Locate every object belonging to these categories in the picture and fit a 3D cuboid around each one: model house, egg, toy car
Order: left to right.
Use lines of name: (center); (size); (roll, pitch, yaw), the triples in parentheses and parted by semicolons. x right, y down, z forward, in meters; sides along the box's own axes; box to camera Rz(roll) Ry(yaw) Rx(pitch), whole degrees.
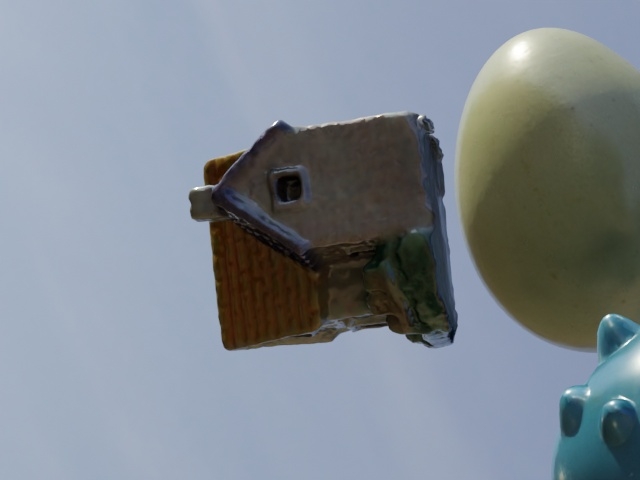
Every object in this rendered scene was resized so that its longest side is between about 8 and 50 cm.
model house: (0.000, 0.000, 0.755); (0.101, 0.100, 0.088); (52, 33, -79)
egg: (0.195, -0.039, 1.452); (0.188, 0.188, 0.254); (-25, -96, 63)
toy car: (0.259, 0.111, 1.180); (0.188, 0.255, 0.190); (25, -48, 53)
